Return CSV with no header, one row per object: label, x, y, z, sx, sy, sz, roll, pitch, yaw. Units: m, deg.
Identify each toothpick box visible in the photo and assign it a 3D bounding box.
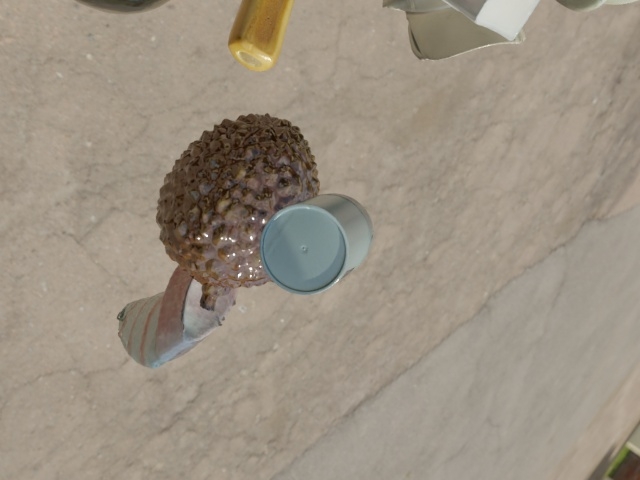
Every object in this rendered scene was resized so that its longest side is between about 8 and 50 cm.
toothpick box,0.000,0.000,0.428,0.052,0.052,0.083,-62,172,13

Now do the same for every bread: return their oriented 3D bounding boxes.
bread,-0.095,-0.406,1.284,0.092,0.074,0.239,27,62,-24

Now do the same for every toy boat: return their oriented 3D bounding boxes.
toy boat,-0.251,0.113,1.134,0.096,0.282,0.206,43,52,-30

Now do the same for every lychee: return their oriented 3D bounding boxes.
lychee,-0.094,-0.032,0.839,0.200,0.200,0.238,9,106,-57

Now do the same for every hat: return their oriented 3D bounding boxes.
hat,0.224,-0.402,1.187,0.219,0.226,0.164,-13,127,-3

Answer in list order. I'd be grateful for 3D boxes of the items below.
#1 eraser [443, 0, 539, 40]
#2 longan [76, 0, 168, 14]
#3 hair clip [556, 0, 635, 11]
eraser,0.121,-0.273,0.622,0.068,0.210,0.124,13,121,-39
longan,-0.276,-0.407,1.006,0.220,0.196,0.196,-7,127,-32
hair clip,0.275,-0.376,0.835,0.113,0.282,0.172,-42,-176,-34
